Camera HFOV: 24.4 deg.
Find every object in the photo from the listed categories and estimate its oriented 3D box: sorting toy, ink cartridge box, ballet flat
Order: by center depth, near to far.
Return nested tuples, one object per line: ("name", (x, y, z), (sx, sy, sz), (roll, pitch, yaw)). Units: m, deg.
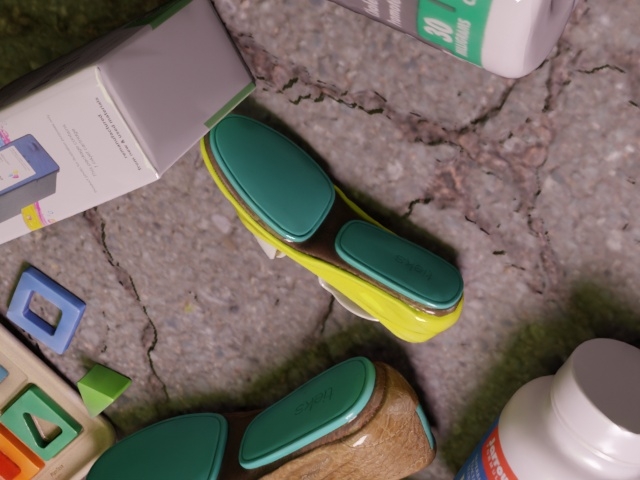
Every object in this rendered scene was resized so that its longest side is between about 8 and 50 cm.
("ink cartridge box", (-0.176, -0.085, 1.078), (0.212, 0.154, 0.093), (-18, 110, 34))
("ballet flat", (0.000, 0.000, 1.091), (0.231, 0.077, 0.077), (35, 145, 3))
("ballet flat", (-0.045, 0.192, 1.219), (0.342, 0.116, 0.124), (-25, 123, 33))
("sorting toy", (-0.304, 0.164, 1.364), (0.196, 0.047, 0.348), (46, 129, -3))

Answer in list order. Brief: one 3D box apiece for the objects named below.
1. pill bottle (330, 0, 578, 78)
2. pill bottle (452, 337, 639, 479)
("pill bottle", (-0.004, -0.253, 0.855), (0.361, 0.204, 0.204), (26, 127, 13))
("pill bottle", (0.169, 0.175, 1.068), (0.124, 0.124, 0.221), (33, 127, 8))
